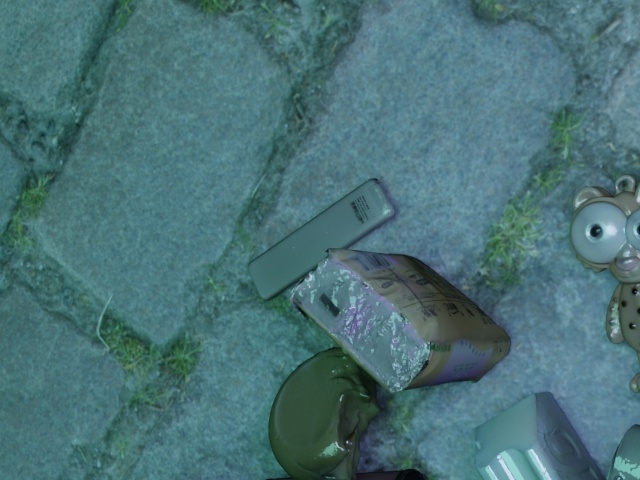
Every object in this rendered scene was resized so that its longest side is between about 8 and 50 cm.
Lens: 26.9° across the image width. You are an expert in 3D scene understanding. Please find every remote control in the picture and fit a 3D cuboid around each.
[{"bbox_3d":[0.000,0.000,1.969,0.261,0.029,0.067,-35,73,27],"label":"remote control"}]

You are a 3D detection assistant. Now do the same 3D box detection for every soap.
[{"bbox_3d":[0.309,0.339,1.699,0.095,0.173,0.289,-37,71,22],"label":"soap"}]

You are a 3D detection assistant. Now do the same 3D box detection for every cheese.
[{"bbox_3d":[0.006,0.260,1.879,0.175,0.091,0.202,-31,38,25],"label":"cheese"}]

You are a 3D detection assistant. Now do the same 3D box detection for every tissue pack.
[{"bbox_3d":[0.113,0.099,1.767,0.215,0.257,0.123,42,111,25],"label":"tissue pack"}]

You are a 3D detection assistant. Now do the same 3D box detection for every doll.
[{"bbox_3d":[0.411,0.052,1.684,0.154,0.119,0.278,-23,82,31],"label":"doll"}]

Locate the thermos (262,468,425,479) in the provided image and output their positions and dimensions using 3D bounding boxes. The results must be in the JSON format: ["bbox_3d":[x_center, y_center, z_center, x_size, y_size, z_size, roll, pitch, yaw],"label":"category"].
[{"bbox_3d":[-0.011,0.404,1.911,0.330,0.109,0.136,-9,75,29],"label":"thermos"}]

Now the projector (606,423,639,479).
[{"bbox_3d":[0.521,0.324,1.617,0.337,0.108,0.108,17,97,29],"label":"projector"}]
